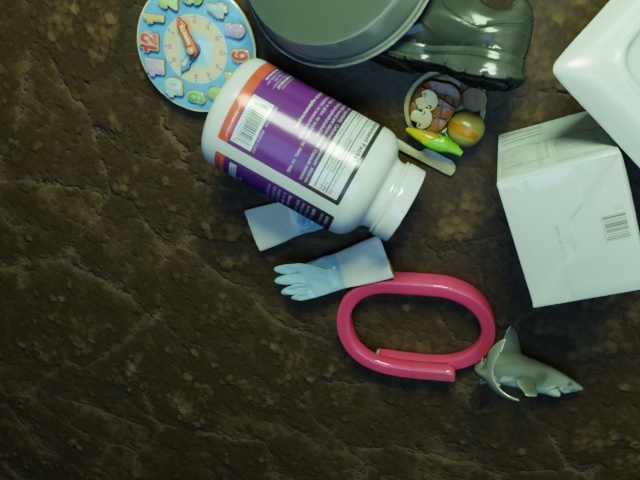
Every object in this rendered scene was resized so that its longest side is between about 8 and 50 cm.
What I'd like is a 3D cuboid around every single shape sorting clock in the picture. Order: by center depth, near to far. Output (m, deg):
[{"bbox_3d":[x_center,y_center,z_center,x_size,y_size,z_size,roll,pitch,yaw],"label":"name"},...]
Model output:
[{"bbox_3d":[-0.204,-0.311,0.946,0.206,0.040,0.206,8,120,14],"label":"shape sorting clock"}]

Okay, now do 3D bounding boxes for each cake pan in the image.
[{"bbox_3d":[0.014,-0.383,0.769,0.293,0.054,0.294,3,97,24],"label":"cake pan"}]

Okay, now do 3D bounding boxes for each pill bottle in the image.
[{"bbox_3d":[-0.008,-0.131,0.899,0.322,0.181,0.182,29,122,0],"label":"pill bottle"}]

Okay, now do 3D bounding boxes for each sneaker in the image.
[{"bbox_3d":[0.156,-0.298,0.813,0.286,0.109,0.130,18,98,15],"label":"sneaker"}]

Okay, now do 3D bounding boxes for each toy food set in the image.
[{"bbox_3d":[0.192,-0.196,0.883,0.132,0.038,0.192,26,122,3],"label":"toy food set"}]

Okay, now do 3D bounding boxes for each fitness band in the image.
[{"bbox_3d":[0.174,0.157,1.075,0.290,0.054,0.209,2,115,15],"label":"fitness band"}]

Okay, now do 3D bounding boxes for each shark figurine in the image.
[{"bbox_3d":[0.322,0.205,1.006,0.166,0.278,0.116,5,81,47],"label":"shark figurine"}]

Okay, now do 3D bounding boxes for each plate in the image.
[{"bbox_3d":[0.453,-0.203,0.692,0.278,0.045,0.277,44,77,-8],"label":"plate"}]

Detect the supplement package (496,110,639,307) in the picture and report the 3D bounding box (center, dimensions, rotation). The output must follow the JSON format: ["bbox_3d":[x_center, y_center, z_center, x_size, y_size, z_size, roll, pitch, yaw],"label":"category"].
[{"bbox_3d":[0.346,-0.051,0.815,0.149,0.203,0.194,-14,113,24],"label":"supplement package"}]

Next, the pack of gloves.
[{"bbox_3d":[0.000,0.000,1.059,0.232,0.046,0.195,-17,99,22],"label":"pack of gloves"}]
